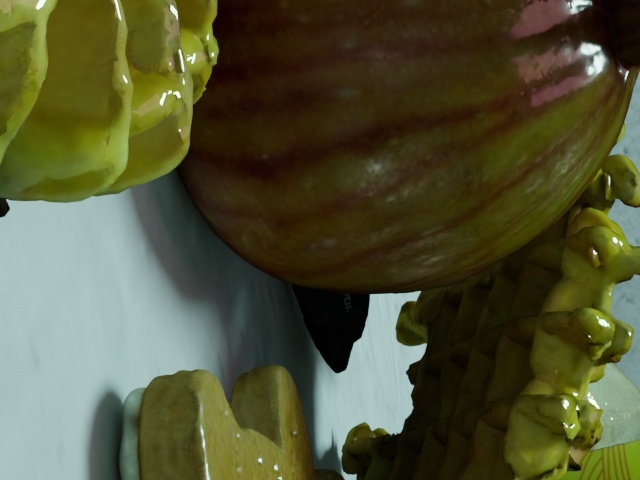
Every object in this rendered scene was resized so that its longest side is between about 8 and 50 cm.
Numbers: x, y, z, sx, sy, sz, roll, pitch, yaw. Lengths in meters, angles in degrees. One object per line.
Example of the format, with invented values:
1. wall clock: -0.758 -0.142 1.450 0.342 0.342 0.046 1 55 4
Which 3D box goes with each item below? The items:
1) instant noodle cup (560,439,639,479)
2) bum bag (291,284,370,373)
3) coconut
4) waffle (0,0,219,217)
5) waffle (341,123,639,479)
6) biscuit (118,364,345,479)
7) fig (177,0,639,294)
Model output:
1. instant noodle cup: 0.168 0.227 0.963 0.311 0.311 0.221 51 26 -70
2. bum bag: 0.001 0.000 0.816 0.058 0.034 0.124 -104 -177 -63
3. coconut: 0.157 0.119 1.309 0.116 0.122 0.116 -7 90 -79
4. waffle: -0.074 -0.163 0.458 0.329 0.062 0.329 -5 90 -78
5. waffle: 0.068 0.057 0.795 0.228 0.051 0.231 -85 -161 -56
6. biscuit: -0.017 0.119 0.657 0.240 0.035 0.158 39 44 -76
7. fig: 0.055 -0.067 0.684 0.175 0.207 0.175 -13 90 -77
